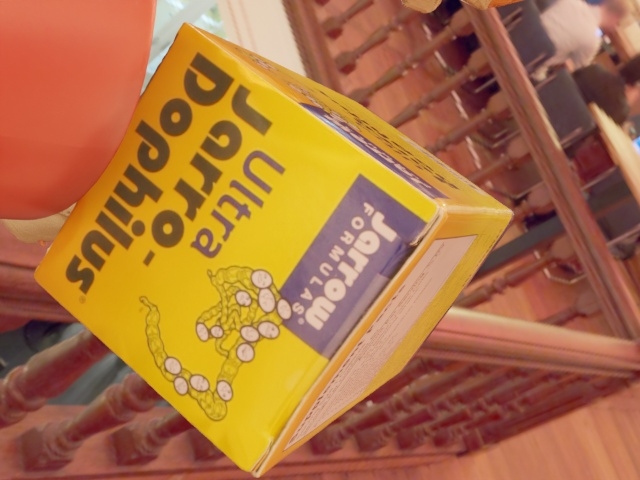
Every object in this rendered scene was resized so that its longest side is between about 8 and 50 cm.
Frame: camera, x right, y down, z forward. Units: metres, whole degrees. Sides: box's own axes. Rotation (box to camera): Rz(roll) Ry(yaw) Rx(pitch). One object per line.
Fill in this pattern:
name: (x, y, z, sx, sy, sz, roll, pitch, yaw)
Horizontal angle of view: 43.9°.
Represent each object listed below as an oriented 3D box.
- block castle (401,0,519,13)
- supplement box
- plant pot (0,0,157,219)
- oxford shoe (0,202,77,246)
block castle: (0.264, -0.478, 0.918, 0.303, 0.453, 0.213, 67, 10, -55)
supplement box: (0.000, 0.000, 0.617, 0.195, 0.194, 0.356, 37, 12, 15)
plant pot: (-0.259, -0.138, 0.394, 0.243, 0.275, 0.275, -5, 67, -49)
oxford shoe: (-0.275, -0.053, 0.925, 0.397, 0.146, 0.140, 27, 13, -6)
